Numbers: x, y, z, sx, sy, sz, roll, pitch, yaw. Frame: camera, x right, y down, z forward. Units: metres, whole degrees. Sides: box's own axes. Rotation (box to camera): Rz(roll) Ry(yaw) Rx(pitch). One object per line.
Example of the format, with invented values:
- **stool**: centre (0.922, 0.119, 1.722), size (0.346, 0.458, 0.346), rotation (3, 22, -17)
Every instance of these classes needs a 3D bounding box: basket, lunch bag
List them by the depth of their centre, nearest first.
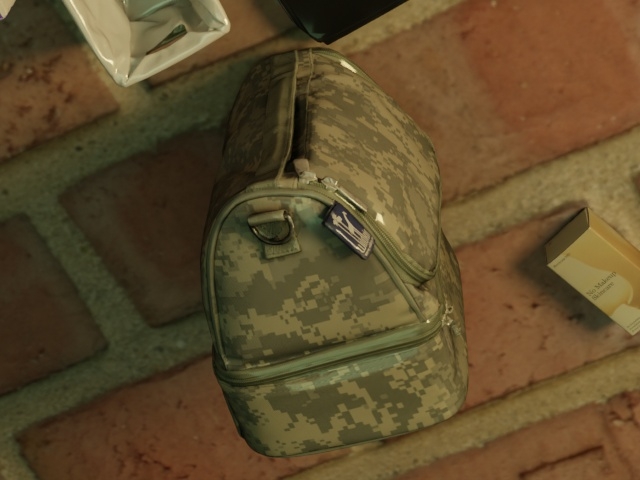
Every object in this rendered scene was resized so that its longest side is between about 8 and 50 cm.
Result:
- **basket**: centre (-0.163, -0.234, 1.521), size (0.113, 0.103, 0.167), rotation (-27, 116, 5)
- **lunch bag**: centre (0.000, 0.000, 1.536), size (0.212, 0.305, 0.256), rotation (-15, 119, 11)

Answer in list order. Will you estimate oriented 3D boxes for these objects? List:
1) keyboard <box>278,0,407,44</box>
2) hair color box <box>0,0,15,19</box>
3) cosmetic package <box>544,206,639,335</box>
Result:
- **keyboard**: centre (0.073, -0.312, 1.513), size (0.317, 0.033, 0.201), rotation (-28, 115, 17)
- **hair color box**: centre (-0.348, -0.340, 1.433), size (0.110, 0.185, 0.339), rotation (-17, 117, 14)
- **cosmetic package**: centre (0.270, 0.029, 1.685), size (0.115, 0.041, 0.060), rotation (37, 116, -16)
